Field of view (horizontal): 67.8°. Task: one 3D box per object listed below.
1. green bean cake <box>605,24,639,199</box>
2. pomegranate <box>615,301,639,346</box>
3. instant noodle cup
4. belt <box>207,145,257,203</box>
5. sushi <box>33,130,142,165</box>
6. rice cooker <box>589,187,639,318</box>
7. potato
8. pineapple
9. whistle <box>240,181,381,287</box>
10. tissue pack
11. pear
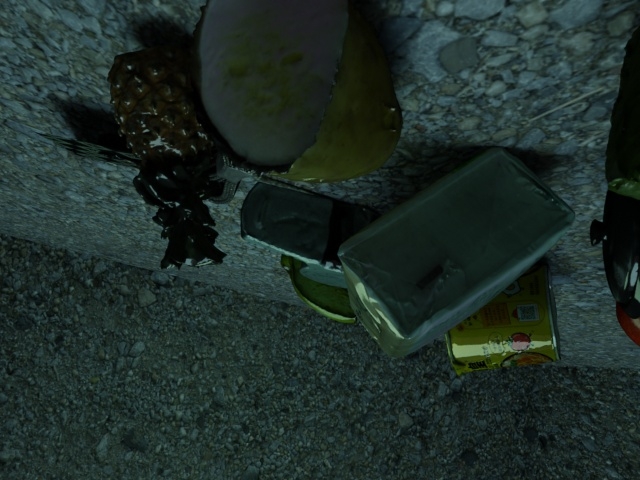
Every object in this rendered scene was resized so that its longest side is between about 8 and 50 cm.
[{"bbox_3d":[0.342,-0.138,0.384,0.113,0.215,0.200,19,164,-2],"label":"green bean cake"},{"bbox_3d":[0.781,0.138,1.024,0.256,0.221,0.220,-29,144,26],"label":"pomegranate"},{"bbox_3d":[0.485,0.197,1.267,0.253,0.326,0.325,-8,156,27],"label":"instant noodle cup"},{"bbox_3d":[-0.157,-0.152,0.880,0.126,0.094,0.359,18,162,-25],"label":"belt"},{"bbox_3d":[-0.400,-0.191,0.997,0.289,0.050,0.264,11,178,-8],"label":"sushi"},{"bbox_3d":[0.499,-0.010,0.652,0.226,0.242,0.280,1,-170,23],"label":"rice cooker"},{"bbox_3d":[-0.004,-0.165,0.595,0.229,0.230,0.266,4,177,25],"label":"potato"},{"bbox_3d":[-0.201,-0.110,0.695,0.140,0.310,0.170,-6,-167,14],"label":"pineapple"},{"bbox_3d":[0.011,-0.006,1.116,0.188,0.168,0.404,-3,159,41],"label":"whistle"},{"bbox_3d":[0.221,0.053,0.897,0.205,0.331,0.405,53,174,19],"label":"tissue pack"},{"bbox_3d":[0.006,0.105,1.368,0.255,0.239,0.164,10,170,0],"label":"pear"}]
